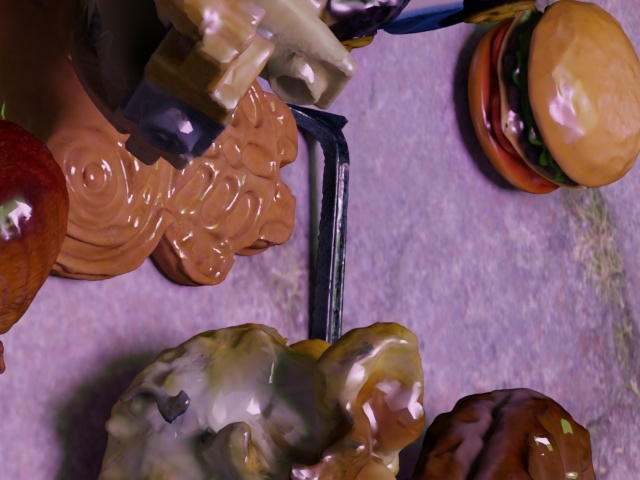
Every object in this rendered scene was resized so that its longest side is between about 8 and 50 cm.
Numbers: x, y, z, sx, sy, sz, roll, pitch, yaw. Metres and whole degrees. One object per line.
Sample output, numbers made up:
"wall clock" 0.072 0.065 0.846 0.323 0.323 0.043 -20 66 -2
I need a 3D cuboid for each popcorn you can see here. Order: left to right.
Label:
"popcorn" -0.027 0.125 0.975 0.198 0.212 0.198 30 44 -34

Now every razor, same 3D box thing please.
"razor" 0.005 -0.001 1.167 0.066 0.033 0.190 10 77 -48

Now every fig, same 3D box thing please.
"fig" -0.190 -0.004 0.902 0.153 0.119 0.119 91 9 -68

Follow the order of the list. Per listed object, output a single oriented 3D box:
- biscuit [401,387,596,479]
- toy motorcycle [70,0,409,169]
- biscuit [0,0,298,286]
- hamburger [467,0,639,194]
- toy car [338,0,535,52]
"biscuit" 0.113 0.264 1.123 0.332 0.103 0.332 7 90 -69
"toy motorcycle" -0.142 -0.197 0.873 0.410 0.169 0.237 28 65 -6
"biscuit" -0.111 -0.065 1.038 0.289 0.044 0.202 21 68 -44
"hamburger" 0.189 -0.113 1.339 0.162 0.115 0.162 16 69 -48
"toy car" 0.007 -0.214 1.104 0.314 0.166 0.198 -19 91 -41
